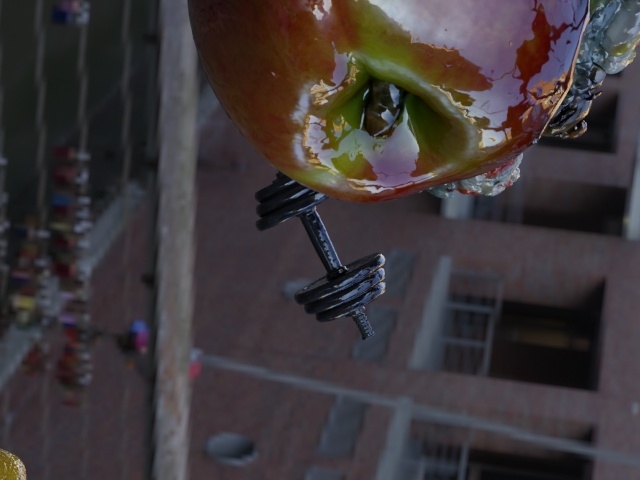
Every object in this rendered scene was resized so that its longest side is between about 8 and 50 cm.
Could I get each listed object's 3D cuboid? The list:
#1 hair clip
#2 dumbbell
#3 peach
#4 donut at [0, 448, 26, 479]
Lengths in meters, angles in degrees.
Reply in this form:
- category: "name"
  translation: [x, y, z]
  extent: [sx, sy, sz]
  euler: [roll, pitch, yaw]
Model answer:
- category: "hair clip"
  translation: [0.205, -0.141, 1.348]
  extent: [0.321, 0.091, 0.138]
  euler: [-44, 163, -7]
- category: "dumbbell"
  translation: [0.000, 0.000, 1.552]
  extent: [0.208, 0.099, 0.099]
  euler: [64, 12, -3]
- category: "peach"
  translation: [0.035, -0.176, 0.989]
  extent: [0.245, 0.249, 0.274]
  euler: [39, 37, -37]
- category: "donut"
  translation: [-0.393, 0.315, 1.931]
  extent: [0.181, 0.078, 0.146]
  euler: [-147, -110, -72]
